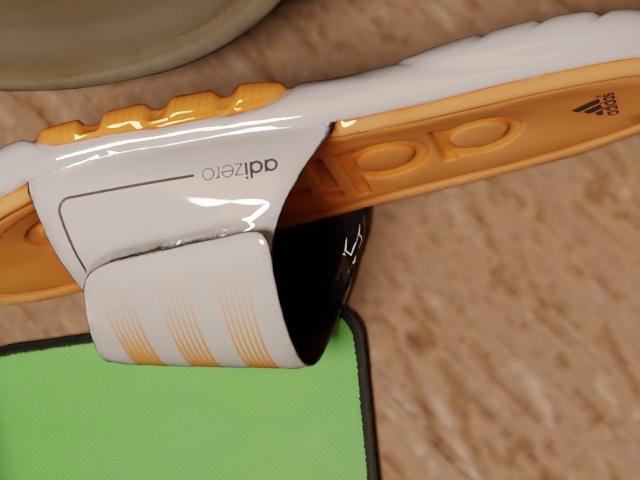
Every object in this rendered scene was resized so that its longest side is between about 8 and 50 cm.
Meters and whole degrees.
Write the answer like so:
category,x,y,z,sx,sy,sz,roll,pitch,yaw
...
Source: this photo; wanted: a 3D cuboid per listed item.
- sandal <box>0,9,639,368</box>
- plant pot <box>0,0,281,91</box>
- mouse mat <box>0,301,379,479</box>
category,x,y,z,sx,sy,sz,roll,pitch,yaw
sandal,-0.002,-0.003,0.519,0.265,0.102,0.076,-15,70,14
plant pot,-0.141,-0.241,0.510,0.323,0.323,0.280,1,68,18
mouse mat,-0.049,0.122,0.571,0.152,0.007,0.190,-8,80,17
